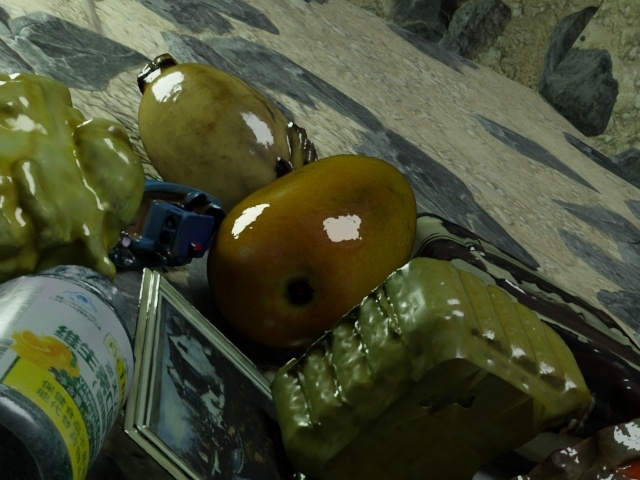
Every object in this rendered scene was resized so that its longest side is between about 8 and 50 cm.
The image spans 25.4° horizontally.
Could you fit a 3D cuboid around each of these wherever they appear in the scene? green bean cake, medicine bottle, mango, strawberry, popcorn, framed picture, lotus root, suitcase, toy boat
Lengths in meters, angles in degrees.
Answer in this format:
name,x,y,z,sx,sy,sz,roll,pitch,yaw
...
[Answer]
name,x,y,z,sx,sy,sz,roll,pitch,yaw
green bean cake,0.105,0.156,1.312,0.233,0.236,0.124,32,24,-32
medicine bottle,-0.220,0.112,1.055,0.141,0.141,0.293,32,18,-6
mango,0.000,0.000,1.563,0.173,0.211,0.317,65,30,-17
strawberry,0.268,0.279,1.356,0.149,0.265,0.336,59,3,18
popcorn,-0.287,-0.046,1.279,0.254,0.195,0.256,22,19,-4
framed picture,-0.081,0.159,1.258,0.232,0.019,0.296,46,14,-21
lotus root,-0.139,-0.136,1.757,0.182,0.183,0.310,8,31,-52
suitcase,0.210,0.123,1.676,0.351,0.194,0.339,30,13,-17
toy boat,-0.172,-0.012,1.502,0.097,0.100,0.223,23,11,26
